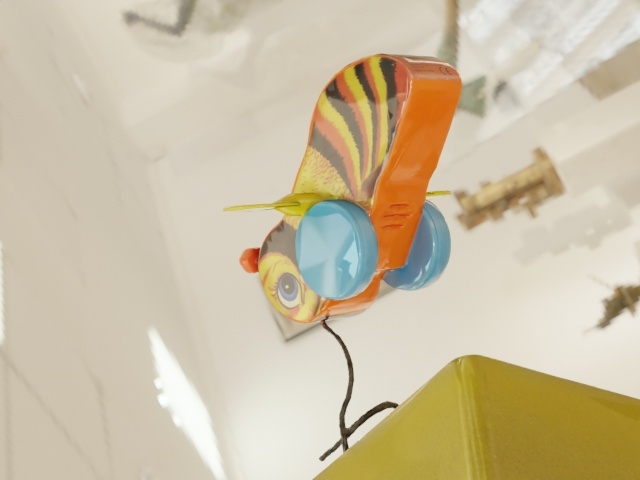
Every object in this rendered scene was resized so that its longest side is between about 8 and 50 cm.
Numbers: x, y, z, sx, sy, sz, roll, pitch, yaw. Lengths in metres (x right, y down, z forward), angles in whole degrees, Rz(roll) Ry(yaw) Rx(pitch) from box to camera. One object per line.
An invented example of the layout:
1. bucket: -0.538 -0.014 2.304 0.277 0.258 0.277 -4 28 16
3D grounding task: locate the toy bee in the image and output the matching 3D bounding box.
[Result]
1. toy bee: 0.000 0.000 0.927 0.162 0.298 0.195 24 180 44

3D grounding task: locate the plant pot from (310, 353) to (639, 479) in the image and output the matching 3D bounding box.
1. plant pot: 0.132 0.225 0.829 0.212 0.212 0.187 17 -131 -24
